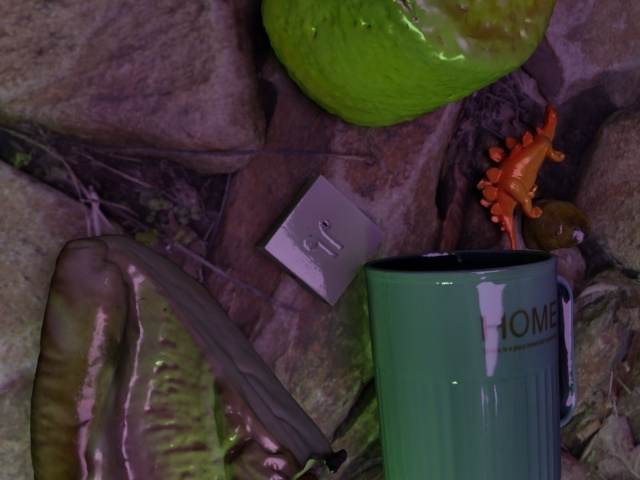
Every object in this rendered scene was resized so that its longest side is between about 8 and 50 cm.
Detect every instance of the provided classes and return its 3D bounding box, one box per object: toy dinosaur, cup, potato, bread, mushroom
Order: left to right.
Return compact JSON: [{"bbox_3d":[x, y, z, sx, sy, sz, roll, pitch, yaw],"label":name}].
[{"bbox_3d":[-0.217,0.203,0.799,0.314,0.224,0.397,-39,82,6],"label":"mushroom"},{"bbox_3d":[0.120,-0.339,0.862,0.348,0.308,0.348,2,86,-25],"label":"bread"},{"bbox_3d":[0.212,0.175,0.958,0.331,0.257,0.311,-11,98,-63],"label":"cup"},{"bbox_3d":[0.305,-0.093,1.072,0.117,0.070,0.288,25,84,-19],"label":"toy dinosaur"},{"bbox_3d":[0.383,-0.033,1.087,0.096,0.103,0.066,-42,108,-19],"label":"potato"}]

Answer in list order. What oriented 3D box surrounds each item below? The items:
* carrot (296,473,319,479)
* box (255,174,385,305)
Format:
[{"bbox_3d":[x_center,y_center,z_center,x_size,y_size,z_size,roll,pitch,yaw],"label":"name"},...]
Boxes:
[{"bbox_3d":[-0.074,0.355,0.921,0.161,0.055,0.055,-9,94,-27],"label":"carrot"},{"bbox_3d":[0.000,0.000,0.950,0.129,0.051,0.130,41,75,-18],"label":"box"}]
